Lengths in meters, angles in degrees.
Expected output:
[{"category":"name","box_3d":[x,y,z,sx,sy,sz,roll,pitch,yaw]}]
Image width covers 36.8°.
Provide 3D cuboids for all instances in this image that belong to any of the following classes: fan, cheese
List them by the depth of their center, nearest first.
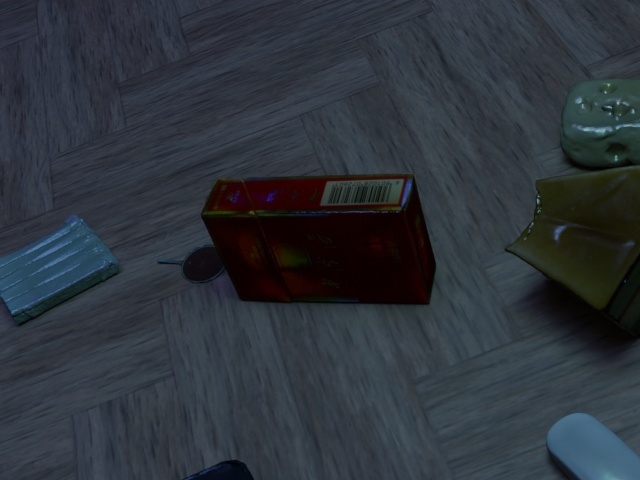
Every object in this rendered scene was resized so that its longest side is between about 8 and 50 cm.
[{"category":"cheese","box_3d":[0.512,-0.191,1.513,0.262,0.093,0.159,3,50,22]},{"category":"fan","box_3d":[-0.217,0.037,1.618,0.133,0.005,0.085,2,49,20]}]

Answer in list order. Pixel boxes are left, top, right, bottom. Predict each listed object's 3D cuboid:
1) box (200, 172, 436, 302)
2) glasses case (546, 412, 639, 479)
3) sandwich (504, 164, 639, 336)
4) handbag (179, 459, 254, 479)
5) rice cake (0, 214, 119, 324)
[{"category":"box","box_3d":[0.001,0.001,1.438,0.313,0.197,0.089,0,48,20]},{"category":"glasses case","box_3d":[0.350,0.283,1.145,0.076,0.049,0.197,-33,46,-12]},{"category":"sandwich","box_3d":[0.394,-0.025,1.297,0.198,0.155,0.227,38,95,41]},{"category":"handbag","box_3d":[-0.192,0.436,1.150,0.325,0.118,0.269,-24,37,-2]},{"category":"rice cake","box_3d":[-0.472,0.047,1.678,0.198,0.037,0.189,-34,46,-14]}]
